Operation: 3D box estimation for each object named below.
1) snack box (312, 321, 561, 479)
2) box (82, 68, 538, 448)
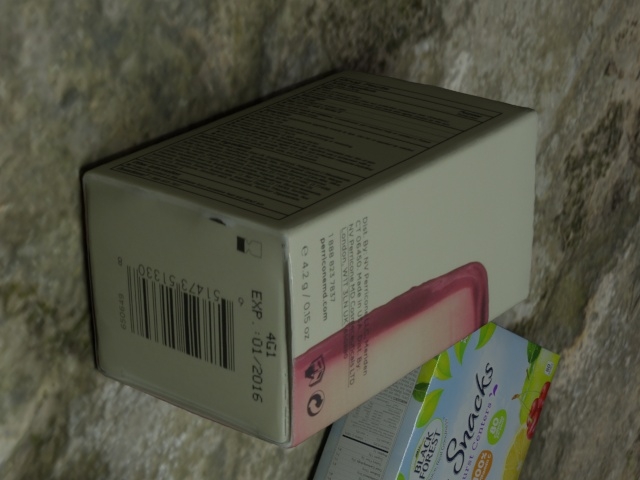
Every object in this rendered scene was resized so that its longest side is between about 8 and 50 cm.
[{"bbox_3d":[0.076,0.152,1.164,0.174,0.070,0.207,28,80,-54],"label":"snack box"},{"bbox_3d":[0.000,0.000,0.937,0.232,0.149,0.127,-26,123,-45],"label":"box"}]
